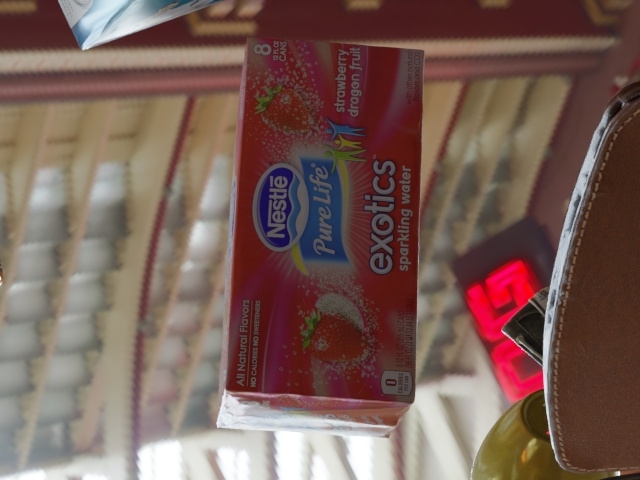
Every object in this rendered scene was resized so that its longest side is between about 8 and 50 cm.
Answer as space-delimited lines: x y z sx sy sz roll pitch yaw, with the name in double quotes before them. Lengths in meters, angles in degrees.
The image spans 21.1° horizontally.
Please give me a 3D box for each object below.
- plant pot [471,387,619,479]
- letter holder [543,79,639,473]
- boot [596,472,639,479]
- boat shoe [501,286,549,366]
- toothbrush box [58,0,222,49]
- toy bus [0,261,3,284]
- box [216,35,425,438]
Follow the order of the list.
"plant pot" 0.203 0.185 1.513 0.134 0.095 0.134 1 -137 -1
"letter holder" 0.197 -0.031 0.760 0.214 0.302 0.152 -5 -124 0
"boot" 0.219 0.329 1.313 0.091 0.263 0.229 7 -136 -33
"boat shoe" 0.266 0.147 1.658 0.219 0.070 0.078 48 -179 5
"toothbrush box" -0.047 -0.230 0.679 0.126 0.295 0.216 -24 -91 -25
"toy bus" -0.396 0.024 1.205 0.332 0.130 0.108 -15 -94 4
"box" 0.000 0.000 1.189 0.128 0.122 0.257 4 -108 -4
